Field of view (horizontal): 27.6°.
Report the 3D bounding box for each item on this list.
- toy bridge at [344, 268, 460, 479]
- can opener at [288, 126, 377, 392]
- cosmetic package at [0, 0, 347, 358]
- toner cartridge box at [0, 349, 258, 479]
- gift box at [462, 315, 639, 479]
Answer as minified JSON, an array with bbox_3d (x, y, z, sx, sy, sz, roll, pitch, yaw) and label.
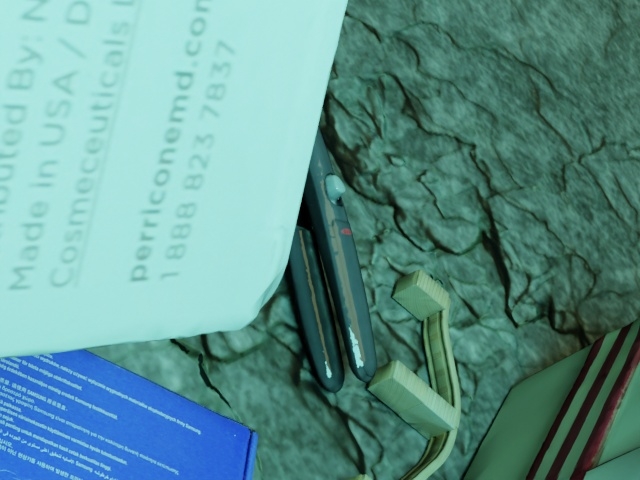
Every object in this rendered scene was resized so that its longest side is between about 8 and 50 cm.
[{"bbox_3d":[0.059,0.101,0.814,0.063,0.026,0.188,41,43,-21],"label":"toy bridge"},{"bbox_3d":[0.000,0.000,0.797,0.073,0.059,0.186,4,62,-43],"label":"can opener"},{"bbox_3d":[-0.215,-0.187,0.378,0.327,0.329,0.394,-5,28,-45],"label":"cosmetic package"},{"bbox_3d":[-0.193,0.096,0.537,0.348,0.075,0.165,30,46,-27],"label":"toner cartridge box"},{"bbox_3d":[0.235,0.201,0.747,0.276,0.255,0.258,46,40,-2],"label":"gift box"}]
